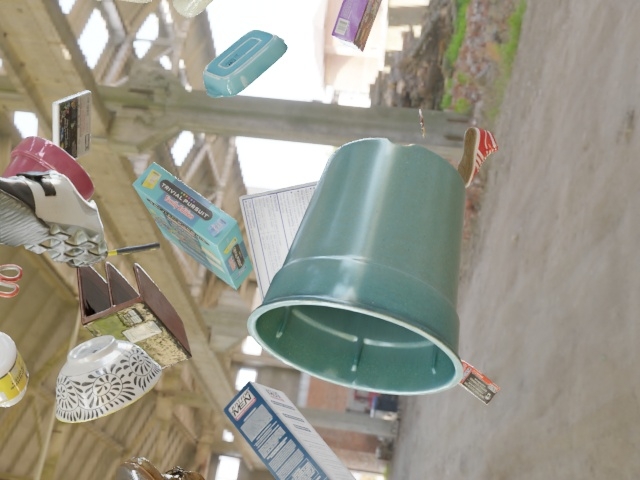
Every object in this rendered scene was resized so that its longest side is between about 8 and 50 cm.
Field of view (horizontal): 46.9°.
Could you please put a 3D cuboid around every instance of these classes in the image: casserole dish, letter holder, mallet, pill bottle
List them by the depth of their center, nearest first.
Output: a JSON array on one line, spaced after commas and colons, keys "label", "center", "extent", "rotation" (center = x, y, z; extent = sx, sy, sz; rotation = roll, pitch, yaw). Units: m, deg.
[{"label": "casserole dish", "center": [-0.147, -0.343, 1.399], "extent": [0.188, 0.114, 0.037], "rotation": [-45, -44, -17]}, {"label": "pill bottle", "center": [-0.625, 0.255, 1.426], "extent": [0.184, 0.103, 0.103], "rotation": [105, 176, -57]}, {"label": "mallet", "center": [-0.427, 0.026, 1.512], "extent": [0.062, 0.190, 0.039], "rotation": [-21, 79, 61]}, {"label": "letter holder", "center": [-0.459, 0.165, 1.819], "extent": [0.302, 0.152, 0.214], "rotation": [68, 180, -53]}]

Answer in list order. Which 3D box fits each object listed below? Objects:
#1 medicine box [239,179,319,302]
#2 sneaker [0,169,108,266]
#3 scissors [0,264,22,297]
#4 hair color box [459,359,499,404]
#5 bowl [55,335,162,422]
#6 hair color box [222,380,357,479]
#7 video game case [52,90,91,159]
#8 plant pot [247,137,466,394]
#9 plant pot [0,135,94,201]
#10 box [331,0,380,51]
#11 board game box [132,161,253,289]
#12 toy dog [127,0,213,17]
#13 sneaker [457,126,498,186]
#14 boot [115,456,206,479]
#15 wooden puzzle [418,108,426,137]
[{"label": "medicine box", "center": [0.000, 0.000, 1.627], "extent": [0.149, 0.289, 0.263], "rotation": [-22, -79, -69]}, {"label": "sneaker", "center": [-0.508, -0.068, 1.285], "extent": [0.330, 0.123, 0.146], "rotation": [40, -146, -61]}, {"label": "scissors", "center": [-0.992, 0.078, 2.087], "extent": [0.021, 0.297, 0.109], "rotation": [121, 166, -50]}, {"label": "hair color box", "center": [0.293, 0.273, 1.467], "extent": [0.043, 0.072, 0.141], "rotation": [-51, 10, -3]}, {"label": "bowl", "center": [-0.337, 0.197, 1.130], "extent": [0.170, 0.170, 0.080], "rotation": [-68, -37, -70]}, {"label": "hair color box", "center": [-0.063, 0.498, 1.750], "extent": [0.105, 0.347, 0.174], "rotation": [-48, -33, 2]}, {"label": "video game case", "center": [-0.710, -0.320, 2.109], "extent": [0.173, 0.022, 0.190], "rotation": [-57, -22, -63]}, {"label": "plant pot", "center": [0.091, 0.036, 1.218], "extent": [0.341, 0.341, 0.334], "rotation": [87, -163, -60]}, {"label": "plant pot", "center": [-0.662, -0.110, 1.712], "extent": [0.180, 0.201, 0.201], "rotation": [-57, -18, -28]}, {"label": "box", "center": [0.113, -0.583, 1.666], "extent": [0.201, 0.057, 0.293], "rotation": [-43, -26, -77]}, {"label": "board game box", "center": [-0.302, -0.027, 1.815], "extent": [0.079, 0.254, 0.336], "rotation": [-51, -13, -16]}, {"label": "toy dog", "center": [-0.358, -0.632, 1.511], "extent": [0.408, 0.395, 0.284], "rotation": [-21, -78, -53]}, {"label": "sneaker", "center": [0.308, -0.160, 1.443], "extent": [0.042, 0.067, 0.118], "rotation": [27, 111, 52]}, {"label": "boot", "center": [-0.290, 0.462, 1.383], "extent": [0.115, 0.112, 0.305], "rotation": [-58, -28, -31]}, {"label": "wooden puzzle", "center": [0.239, -0.274, 1.732], "extent": [0.083, 0.006, 0.049], "rotation": [-90, -13, -47]}]
